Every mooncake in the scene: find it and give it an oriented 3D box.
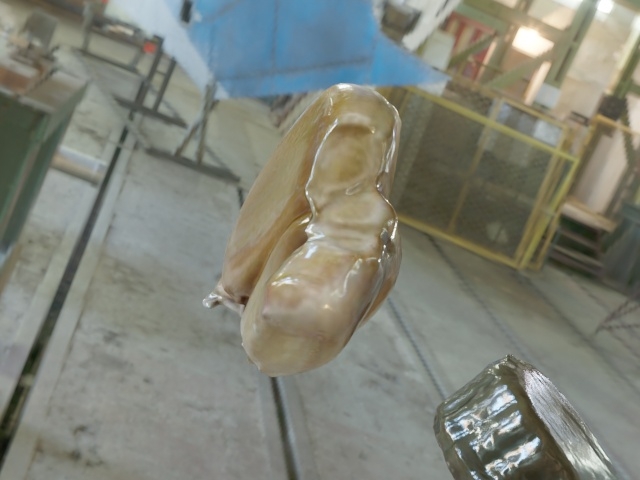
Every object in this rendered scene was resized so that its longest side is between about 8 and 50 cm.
[{"bbox_3d":[0.218,0.239,1.058,0.228,0.124,0.228,48,16,-18],"label":"mooncake"}]

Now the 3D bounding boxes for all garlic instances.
[{"bbox_3d":[0.000,0.000,0.727,0.110,0.217,0.228,21,-23,-17],"label":"garlic"}]
